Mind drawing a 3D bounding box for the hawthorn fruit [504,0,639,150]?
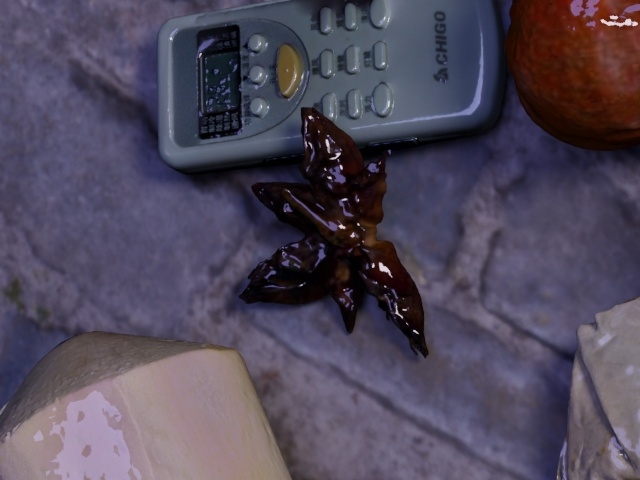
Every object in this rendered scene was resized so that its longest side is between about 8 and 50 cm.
[{"bbox_3d":[0.254,-0.171,1.302,0.243,0.207,0.207,0,79,12],"label":"hawthorn fruit"}]

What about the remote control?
[{"bbox_3d":[0.005,-0.133,1.464,0.296,0.056,0.140,-6,78,21],"label":"remote control"}]

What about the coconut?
[{"bbox_3d":[-0.143,0.184,1.362,0.239,0.239,0.244,-29,69,14],"label":"coconut"}]

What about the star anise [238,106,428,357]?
[{"bbox_3d":[0.002,-0.001,1.435,0.157,0.053,0.212,-11,97,32],"label":"star anise"}]

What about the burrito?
[{"bbox_3d":[0.222,0.232,1.288,0.117,0.076,0.392,-3,78,22],"label":"burrito"}]
